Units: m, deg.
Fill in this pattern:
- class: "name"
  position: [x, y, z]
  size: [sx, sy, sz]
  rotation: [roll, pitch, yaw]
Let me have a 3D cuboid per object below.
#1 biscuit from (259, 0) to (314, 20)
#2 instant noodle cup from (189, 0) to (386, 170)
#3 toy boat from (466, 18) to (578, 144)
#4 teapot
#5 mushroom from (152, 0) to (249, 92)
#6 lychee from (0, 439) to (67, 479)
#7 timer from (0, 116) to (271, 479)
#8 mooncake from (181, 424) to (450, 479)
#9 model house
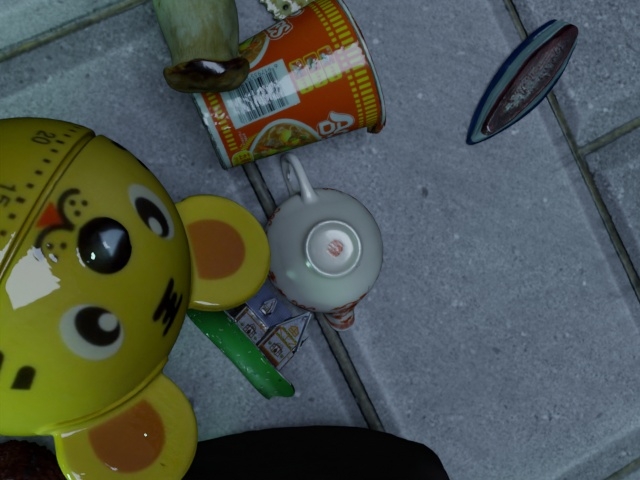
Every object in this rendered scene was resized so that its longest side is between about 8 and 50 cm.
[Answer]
- class: "biscuit"
  position: [-0.054, -0.384, 1.207]
  size: [0.144, 0.016, 0.203]
  rotation: [-44, 100, -11]
- class: "instant noodle cup"
  position: [-0.049, -0.184, 1.132]
  size: [0.212, 0.193, 0.193]
  rotation: [-24, 95, -5]
- class: "toy boat"
  position: [0.286, -0.220, 1.276]
  size: [0.080, 0.046, 0.229]
  rotation: [45, 77, -12]
- class: "teapot"
  position: [0.000, 0.000, 1.176]
  size: [0.159, 0.116, 0.245]
  rotation: [-14, 86, -3]
- class: "mushroom"
  position: [-0.156, -0.299, 1.081]
  size: [0.100, 0.081, 0.312]
  rotation: [-5, 58, -16]
- class: "lychee"
  position: [-0.354, 0.299, 1.067]
  size: [0.129, 0.123, 0.123]
  rotation: [43, 80, -18]
- class: "timer"
  position: [-0.267, 0.052, 0.972]
  size: [0.387, 0.376, 0.376]
  rotation: [25, 83, -5]
- class: "mooncake"
  position: [-0.018, 0.338, 1.021]
  size: [0.351, 0.381, 0.212]
  rotation: [-13, 98, -26]
- class: "model house"
  position: [-0.077, 0.111, 1.153]
  size: [0.167, 0.117, 0.088]
  rotation: [47, 63, -7]
